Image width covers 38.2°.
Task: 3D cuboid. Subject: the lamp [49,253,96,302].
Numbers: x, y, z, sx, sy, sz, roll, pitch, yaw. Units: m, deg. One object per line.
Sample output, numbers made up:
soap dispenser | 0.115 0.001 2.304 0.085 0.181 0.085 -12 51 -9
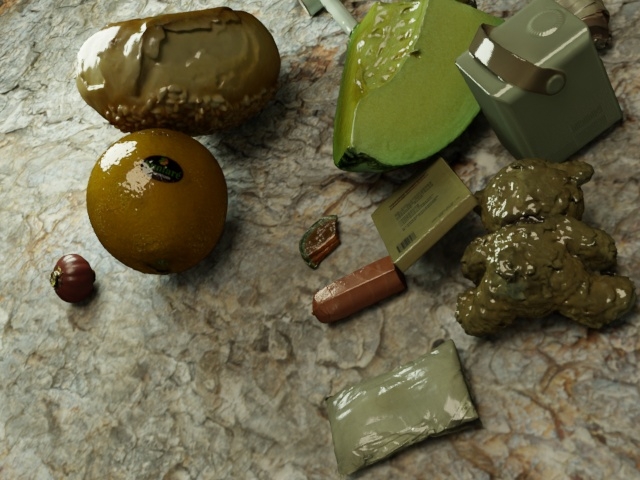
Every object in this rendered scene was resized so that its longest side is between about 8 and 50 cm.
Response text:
lamp | -0.499 0.076 1.860 0.101 0.090 0.101 0 90 49

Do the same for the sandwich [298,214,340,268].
sandwich | 0.000 -0.004 1.625 0.101 0.026 0.069 -46 43 -5

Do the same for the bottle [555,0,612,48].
bottle | 0.440 -0.385 1.576 0.099 0.099 0.152 -21 51 20

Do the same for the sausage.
sausage | 0.053 0.084 1.496 0.169 0.065 0.065 -27 46 12

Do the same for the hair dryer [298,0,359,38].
hair dryer | 0.039 -0.504 1.962 0.131 0.073 0.236 -34 47 5

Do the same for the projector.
projector | 0.337 -0.244 1.430 0.177 0.242 0.163 -38 42 5

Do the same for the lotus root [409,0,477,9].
lotus root | 0.218 -0.433 1.771 0.179 0.089 0.080 -3 19 35

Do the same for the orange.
orange | -0.302 -0.071 1.718 0.274 0.274 0.274 -18 48 22

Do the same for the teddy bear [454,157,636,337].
teddy bear | 0.304 -0.002 1.327 0.267 0.156 0.256 -11 50 29

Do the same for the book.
book | 0.159 -0.049 1.472 0.161 0.026 0.231 -44 20 11

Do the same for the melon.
melon | 0.130 -0.261 1.614 0.331 0.226 0.344 13 77 29

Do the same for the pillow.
pillow | 0.112 0.244 1.342 0.229 0.050 0.148 -25 39 16

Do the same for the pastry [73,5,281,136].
pastry | -0.278 -0.327 1.846 0.409 0.245 0.409 -7 10 1
